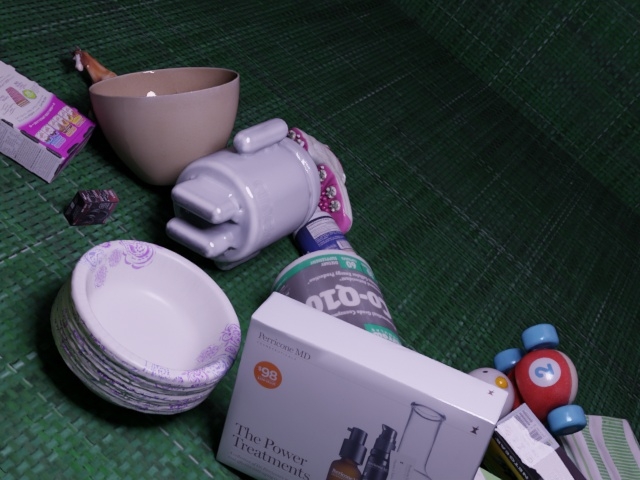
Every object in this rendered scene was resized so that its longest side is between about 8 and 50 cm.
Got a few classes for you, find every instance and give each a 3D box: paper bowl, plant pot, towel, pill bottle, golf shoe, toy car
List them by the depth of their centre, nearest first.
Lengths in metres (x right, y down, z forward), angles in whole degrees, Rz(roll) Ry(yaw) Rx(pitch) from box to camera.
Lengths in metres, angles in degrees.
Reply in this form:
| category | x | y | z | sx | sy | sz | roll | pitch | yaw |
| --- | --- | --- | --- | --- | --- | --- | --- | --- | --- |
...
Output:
| category | x | y | z | sx | sy | sz | roll | pitch | yaw |
| --- | --- | --- | --- | --- | --- | --- | --- | --- | --- |
| paper bowl | -0.279 | 0.146 | 1.581 | 0.284 | 0.148 | 0.284 | 26 | 34 | -19 |
| pill bottle | 0.042 | 0.202 | 1.768 | 0.204 | 0.204 | 0.361 | 18 | 33 | -31 |
| plant pot | -0.290 | -0.214 | 1.962 | 0.284 | 0.190 | 0.284 | -3 | 20 | 1 |
| toy car | 0.366 | 0.299 | 2.026 | 0.238 | 0.210 | 0.219 | 4 | 56 | -26 |
| pill bottle | 0.000 | 0.000 | 2.114 | 0.094 | 0.094 | 0.169 | 1 | 47 | -45 |
| towel | 0.604 | 0.469 | 2.150 | 0.325 | 0.038 | 0.247 | 17 | 42 | -41 |
| golf shoe | 0.017 | -0.131 | 2.289 | 0.140 | 0.115 | 0.306 | 11 | 41 | -43 |

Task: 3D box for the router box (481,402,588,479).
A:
| category | x | y | z | sx | sy | sz | roll | pitch | yaw |
| --- | --- | --- | --- | --- | --- | --- | --- | --- | --- |
| router box | 0.413 | 0.462 | 1.813 | 0.081 | 0.243 | 0.308 | -32 | 67 | -13 |

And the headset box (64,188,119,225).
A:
| category | x | y | z | sx | sy | sz | roll | pitch | yaw |
| --- | --- | --- | --- | --- | --- | --- | --- | --- | --- |
| headset box | -0.401 | -0.059 | 1.803 | 0.083 | 0.062 | 0.032 | -4 | 52 | -49 |

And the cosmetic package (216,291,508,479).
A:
| category | x | y | z | sx | sy | sz | roll | pitch | yaw |
| --- | --- | --- | --- | --- | --- | --- | --- | --- | --- |
| cosmetic package | 0.051 | 0.278 | 1.516 | 0.377 | 0.284 | 0.097 | 22 | 28 | 13 |

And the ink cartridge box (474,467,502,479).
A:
| category | x | y | z | sx | sy | sz | roll | pitch | yaw |
| --- | --- | --- | --- | --- | --- | --- | --- | --- | --- |
| ink cartridge box | 0.229 | 0.524 | 1.644 | 0.207 | 0.119 | 0.353 | 31 | 32 | -13 |

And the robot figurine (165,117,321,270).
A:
| category | x | y | z | sx | sy | sz | roll | pitch | yaw |
| --- | --- | --- | --- | --- | --- | --- | --- | --- | --- |
| robot figurine | -0.133 | -0.082 | 1.906 | 0.200 | 0.299 | 0.353 | 31 | 34 | 21 |

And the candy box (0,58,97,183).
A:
| category | x | y | z | sx | sy | sz | roll | pitch | yaw |
| --- | --- | --- | --- | --- | --- | --- | --- | --- | --- |
| candy box | -0.547 | -0.223 | 1.857 | 0.233 | 0.071 | 0.159 | 35 | 32 | -8 |

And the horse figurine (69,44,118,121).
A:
| category | x | y | z | sx | sy | sz | roll | pitch | yaw |
| --- | --- | --- | --- | --- | --- | --- | --- | --- | --- |
| horse figurine | -0.393 | -0.294 | 2.117 | 0.263 | 0.066 | 0.174 | 10 | 47 | -35 |
